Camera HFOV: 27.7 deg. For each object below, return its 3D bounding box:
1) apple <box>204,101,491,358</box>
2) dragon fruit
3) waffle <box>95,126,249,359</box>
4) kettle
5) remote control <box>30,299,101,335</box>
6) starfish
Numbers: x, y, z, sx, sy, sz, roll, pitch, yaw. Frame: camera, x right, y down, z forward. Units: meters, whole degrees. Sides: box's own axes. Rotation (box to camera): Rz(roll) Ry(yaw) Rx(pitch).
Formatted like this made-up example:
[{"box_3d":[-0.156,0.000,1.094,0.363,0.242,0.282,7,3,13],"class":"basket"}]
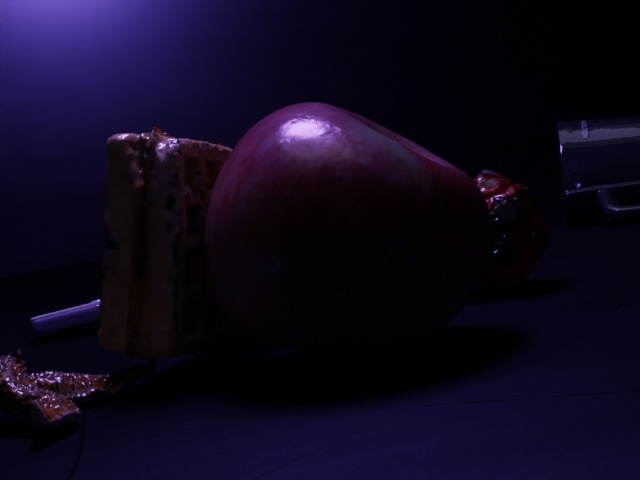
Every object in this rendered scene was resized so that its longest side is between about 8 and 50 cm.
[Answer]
[{"box_3d":[0.023,0.004,1.448,0.344,0.269,0.345,27,8,-4],"class":"apple"},{"box_3d":[0.221,-0.008,1.790,0.182,0.182,0.188,-13,24,-40],"class":"dragon fruit"},{"box_3d":[-0.139,0.000,1.599,0.114,0.261,0.376,0,1,21],"class":"waffle"},{"box_3d":[0.610,-0.142,2.472,0.308,0.203,0.262,-6,3,10],"class":"kettle"},{"box_3d":[-0.307,0.113,2.112,0.313,0.055,0.109,-13,-5,-8],"class":"remote control"},{"box_3d":[-0.366,0.161,1.427,0.293,0.084,0.301,-7,9,16],"class":"starfish"}]
